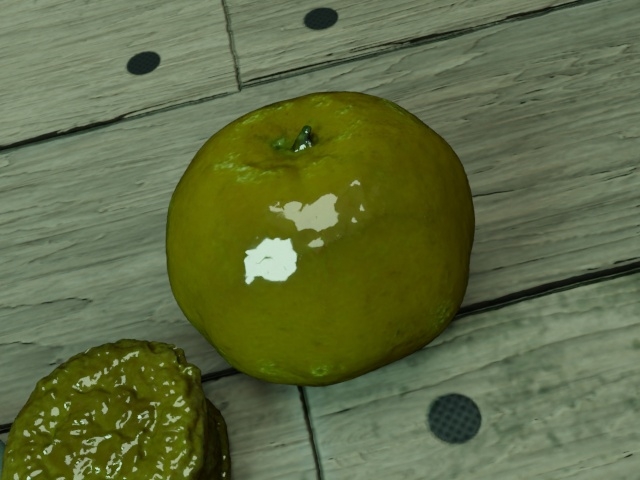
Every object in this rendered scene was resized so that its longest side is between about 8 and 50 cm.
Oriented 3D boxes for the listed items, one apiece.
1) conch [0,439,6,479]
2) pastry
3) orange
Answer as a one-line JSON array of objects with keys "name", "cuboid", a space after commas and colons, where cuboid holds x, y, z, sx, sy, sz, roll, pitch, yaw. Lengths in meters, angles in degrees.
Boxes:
[{"name": "conch", "cuboid": [-0.342, 0.257, 0.642, 0.185, 0.121, 0.221, -28, 53, 27]}, {"name": "pastry", "cuboid": [-0.169, 0.184, 0.657, 0.188, 0.103, 0.189, -5, 52, 6]}, {"name": "orange", "cuboid": [0.000, 0.000, 0.688, 0.279, 0.235, 0.279, -9, 38, 8]}]
